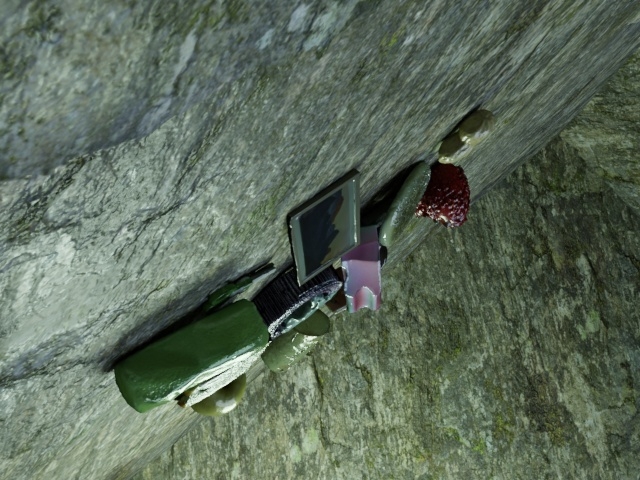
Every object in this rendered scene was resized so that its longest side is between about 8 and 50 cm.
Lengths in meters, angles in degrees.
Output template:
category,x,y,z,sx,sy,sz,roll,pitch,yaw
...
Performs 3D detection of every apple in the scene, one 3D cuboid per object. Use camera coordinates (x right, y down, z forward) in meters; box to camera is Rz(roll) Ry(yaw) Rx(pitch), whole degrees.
category,x,y,z,sx,sy,sz,roll,pitch,yaw
apple,-0.307,0.411,1.929,0.200,0.200,0.200,-38,169,-9

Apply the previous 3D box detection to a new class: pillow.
category,x,y,z,sx,sy,sz,roll,pitch,yaw
pillow,0.053,0.158,2.132,0.126,0.043,0.232,-27,-152,-10

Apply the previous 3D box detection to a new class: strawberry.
category,x,y,z,sx,sy,sz,roll,pitch,yaw
strawberry,0.371,-0.142,2.049,0.184,0.187,0.202,-5,121,-32

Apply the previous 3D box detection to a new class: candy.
category,x,y,z,sx,sy,sz,roll,pitch,yaw
candy,-0.275,0.249,1.473,0.343,0.132,0.142,-25,180,-29

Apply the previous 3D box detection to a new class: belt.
category,x,y,z,sx,sy,sz,roll,pitch,yaw
belt,-0.082,0.173,1.896,0.325,0.122,0.260,-45,164,29

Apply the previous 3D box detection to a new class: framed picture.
category,x,y,z,sx,sy,sz,roll,pitch,yaw
framed picture,0.012,-0.021,1.491,0.192,0.018,0.265,-35,150,-19

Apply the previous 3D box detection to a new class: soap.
category,x,y,z,sx,sy,sz,roll,pitch,yaw
soap,0.113,0.071,1.896,0.109,0.193,0.324,-6,159,3

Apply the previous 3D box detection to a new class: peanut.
category,x,y,z,sx,sy,sz,roll,pitch,yaw
peanut,0.386,-0.273,1.795,0.187,0.082,0.082,-45,168,33

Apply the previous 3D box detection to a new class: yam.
category,x,y,z,sx,sy,sz,roll,pitch,yaw
yam,-0.099,0.344,2.399,0.168,0.168,0.304,-29,164,-45

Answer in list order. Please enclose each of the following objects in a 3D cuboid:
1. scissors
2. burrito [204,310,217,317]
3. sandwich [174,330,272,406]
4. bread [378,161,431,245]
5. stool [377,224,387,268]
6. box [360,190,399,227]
category,x,y,z,sx,sy,sz,roll,pitch,yaw
scissors,-0.178,0.102,1.524,0.204,0.027,0.101,-29,170,-41
burrito,-0.244,0.196,1.637,0.058,0.045,0.188,-50,167,1
sandwich,-0.265,0.316,1.706,0.248,0.095,0.273,-32,169,-27
bread,0.239,-0.097,1.878,0.267,0.040,0.267,-55,165,-22
stool,0.161,0.015,2.109,0.217,0.125,0.121,-65,178,22
box,0.177,-0.077,1.980,0.177,0.036,0.115,-36,168,-23
